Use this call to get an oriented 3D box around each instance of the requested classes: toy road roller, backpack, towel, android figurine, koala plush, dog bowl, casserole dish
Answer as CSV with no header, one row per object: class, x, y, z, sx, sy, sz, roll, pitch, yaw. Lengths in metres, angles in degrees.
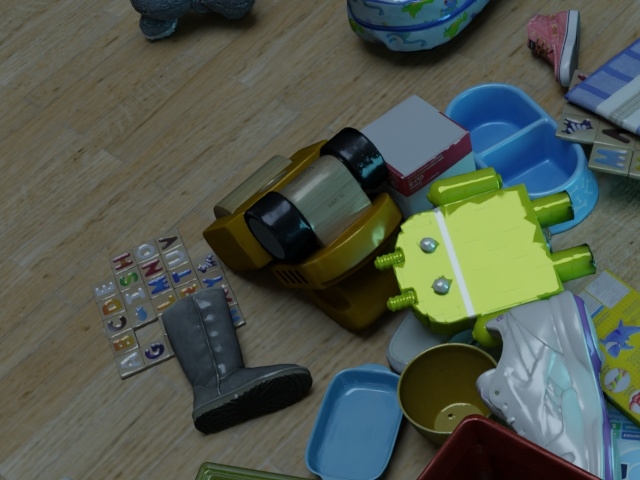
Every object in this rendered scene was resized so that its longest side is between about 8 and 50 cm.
toy road roller,0.000,0.000,1.750,0.202,0.241,0.329,-41,14,-18
backpack,0.175,-0.481,2.070,0.290,0.273,0.355,22,72,24
towel,0.531,-0.198,1.772,0.209,0.034,0.285,-36,51,-27
android figurine,0.210,0.023,1.584,0.272,0.056,0.248,-14,63,1
koala plush,-0.249,-0.468,2.210,0.221,0.196,0.203,-22,57,-7
dog bowl,0.291,-0.132,1.824,0.166,0.074,0.297,-29,49,-9
casserole dish,0.051,0.248,1.593,0.114,0.037,0.188,5,51,21

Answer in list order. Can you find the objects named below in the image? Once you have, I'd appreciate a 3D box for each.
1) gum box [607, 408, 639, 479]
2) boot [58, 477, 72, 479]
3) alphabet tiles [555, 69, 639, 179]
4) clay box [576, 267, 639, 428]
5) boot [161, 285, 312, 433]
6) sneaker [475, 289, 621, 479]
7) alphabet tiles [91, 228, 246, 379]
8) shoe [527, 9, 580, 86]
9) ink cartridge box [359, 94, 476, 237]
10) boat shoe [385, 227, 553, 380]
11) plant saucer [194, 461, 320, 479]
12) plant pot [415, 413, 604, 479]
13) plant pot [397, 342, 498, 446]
gum box,0.356,0.291,1.458,0.157,0.041,0.184,3,52,19
boot,-0.322,0.361,1.567,0.258,0.095,0.123,-11,55,9
alphabet tiles,0.528,-0.173,1.776,0.342,0.011,0.285,12,45,15
clay box,0.390,0.144,1.500,0.127,0.053,0.222,-43,48,-3
boot,-0.121,0.152,1.708,0.189,0.076,0.208,-18,45,1
sneaker,0.268,0.215,1.432,0.152,0.114,0.305,-12,61,14
alphabet tiles,-0.239,0.083,1.844,0.198,0.009,0.237,-24,48,-4
shoe,0.373,-0.309,1.962,0.081,0.063,0.178,-1,45,18
ink cartridge box,0.142,-0.090,1.763,0.127,0.176,0.128,-36,48,-16
boat shoe,0.197,0.067,1.658,0.113,0.103,0.302,32,66,34
plant saucer,-0.104,0.364,1.534,0.188,0.045,0.188,5,52,21
plant pot,0.208,0.394,1.282,0.267,0.236,0.267,26,62,33
plant pot,0.172,0.212,1.546,0.134,0.095,0.134,-9,48,10
